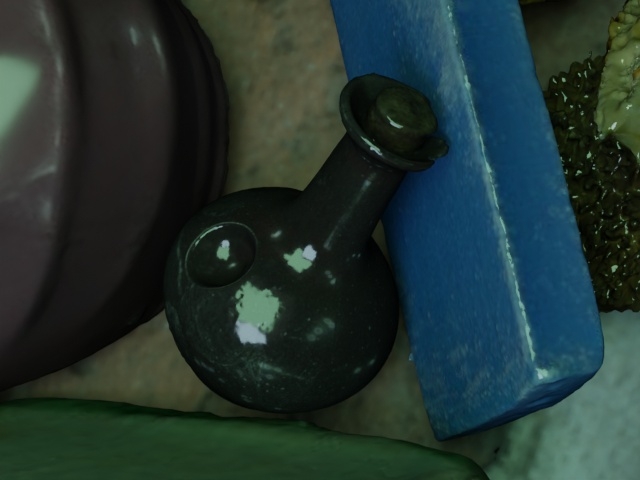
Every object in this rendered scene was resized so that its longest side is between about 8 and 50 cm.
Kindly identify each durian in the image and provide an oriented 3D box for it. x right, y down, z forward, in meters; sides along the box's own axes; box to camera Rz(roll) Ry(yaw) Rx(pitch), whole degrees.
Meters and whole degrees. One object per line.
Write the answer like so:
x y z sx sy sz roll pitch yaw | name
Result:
0.151 -0.025 0.853 0.148 0.091 0.188 36 89 12 | durian

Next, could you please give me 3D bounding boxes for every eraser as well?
0.060 -0.067 0.846 0.042 0.144 0.312 -8 76 -19 | eraser

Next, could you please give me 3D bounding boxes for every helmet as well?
-0.220 -0.049 0.866 0.338 0.197 0.271 -10 81 6 | helmet

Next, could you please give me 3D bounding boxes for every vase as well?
0.000 0.000 0.833 0.120 0.120 0.183 44 129 13 | vase

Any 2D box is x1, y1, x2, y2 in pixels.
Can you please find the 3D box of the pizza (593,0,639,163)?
0.214 -0.095 0.816 0.226 0.069 0.147 7 57 -31 | pizza

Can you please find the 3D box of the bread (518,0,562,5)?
0.108 -0.205 0.901 0.114 0.077 0.189 4 79 -11 | bread

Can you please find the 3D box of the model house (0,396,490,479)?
-0.095 0.241 0.789 0.312 0.245 0.280 4 102 28 | model house
